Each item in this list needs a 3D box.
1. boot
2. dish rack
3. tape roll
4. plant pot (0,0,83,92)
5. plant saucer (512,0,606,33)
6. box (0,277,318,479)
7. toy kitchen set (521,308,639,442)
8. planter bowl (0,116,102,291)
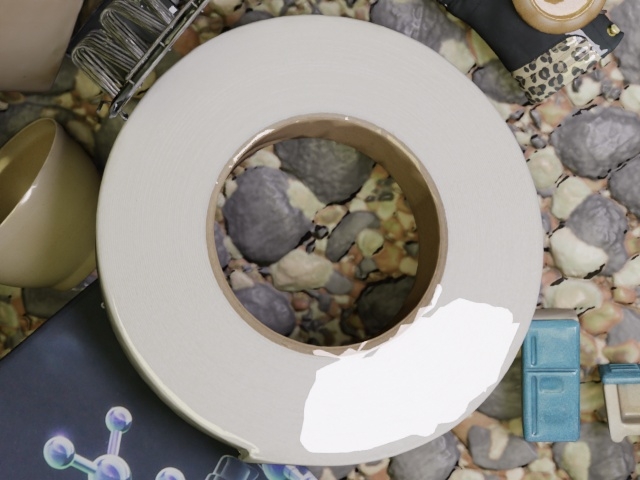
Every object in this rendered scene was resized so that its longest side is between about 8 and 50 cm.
[{"bbox_3d":[0.214,-0.252,1.009,0.236,0.085,0.178,-40,99,13],"label":"boot"},{"bbox_3d":[-0.131,-0.202,0.964,0.074,0.271,0.208,37,98,-16],"label":"dish rack"},{"bbox_3d":[0.000,0.000,1.002,0.392,0.072,0.391,2,79,-12],"label":"tape roll"},{"bbox_3d":[-0.336,-0.252,0.965,0.281,0.323,0.323,17,104,-18],"label":"plant pot"},{"bbox_3d":[0.201,-0.213,0.970,0.084,0.015,0.083,0,107,1],"label":"plant saucer"},{"bbox_3d":[-0.239,0.267,0.994,0.293,0.395,0.212,48,142,-4],"label":"box"},{"bbox_3d":[0.286,0.138,1.034,0.207,0.166,0.122,-2,102,7],"label":"toy kitchen set"},{"bbox_3d":[-0.260,-0.019,1.088,0.162,0.162,0.109,-42,120,13],"label":"planter bowl"}]
